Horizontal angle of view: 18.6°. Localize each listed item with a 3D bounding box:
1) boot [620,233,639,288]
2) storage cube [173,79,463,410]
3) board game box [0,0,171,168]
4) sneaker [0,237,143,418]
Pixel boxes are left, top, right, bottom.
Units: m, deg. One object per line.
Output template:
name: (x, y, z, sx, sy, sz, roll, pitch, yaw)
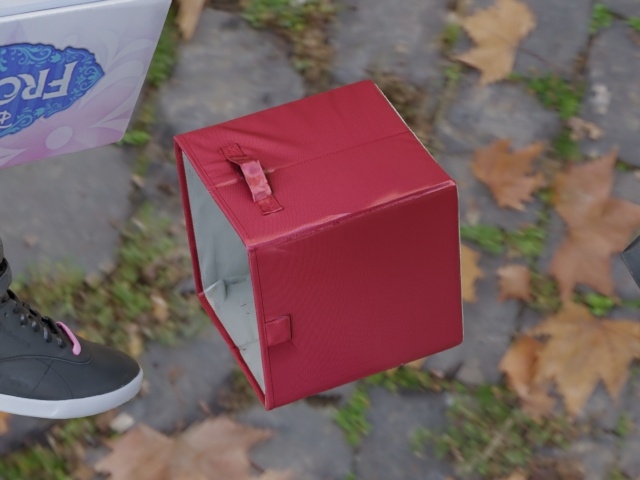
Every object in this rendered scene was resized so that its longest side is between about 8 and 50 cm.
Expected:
boot: (0.384, 0.101, 1.036, 0.146, 0.367, 0.445, -5, 65, -42)
storage cube: (0.000, 0.000, 1.708, 0.193, 0.183, 0.215, -18, 130, -16)
board game box: (-0.260, -0.123, 0.571, 0.318, 0.318, 0.066, -15, 143, -38)
sneaker: (-0.270, 0.064, 1.697, 0.296, 0.104, 0.147, 10, 107, -33)
